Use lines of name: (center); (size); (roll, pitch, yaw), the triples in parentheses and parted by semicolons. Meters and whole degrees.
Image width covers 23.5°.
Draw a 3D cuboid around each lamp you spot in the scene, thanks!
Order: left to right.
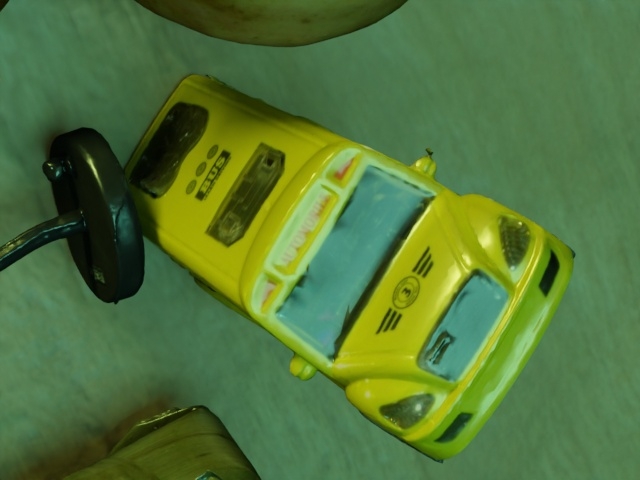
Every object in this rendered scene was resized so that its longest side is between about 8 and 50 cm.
lamp: (-0.257, 0.080, 0.923); (0.371, 0.130, 0.108); (-40, 107, -19)

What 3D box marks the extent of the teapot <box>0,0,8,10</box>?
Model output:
teapot: (-0.216, -0.169, 0.896); (0.098, 0.078, 0.129); (28, 104, 6)

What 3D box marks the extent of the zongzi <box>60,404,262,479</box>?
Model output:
zongzi: (-0.188, 0.317, 1.021); (0.360, 0.160, 0.323); (-21, 115, -24)

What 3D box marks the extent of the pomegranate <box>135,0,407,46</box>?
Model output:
pomegranate: (-0.052, -0.227, 0.864); (0.270, 0.252, 0.229); (-17, 134, -27)

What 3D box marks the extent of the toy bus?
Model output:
toy bus: (0.000, 0.000, 0.921); (0.152, 0.330, 0.144); (33, 89, -31)
